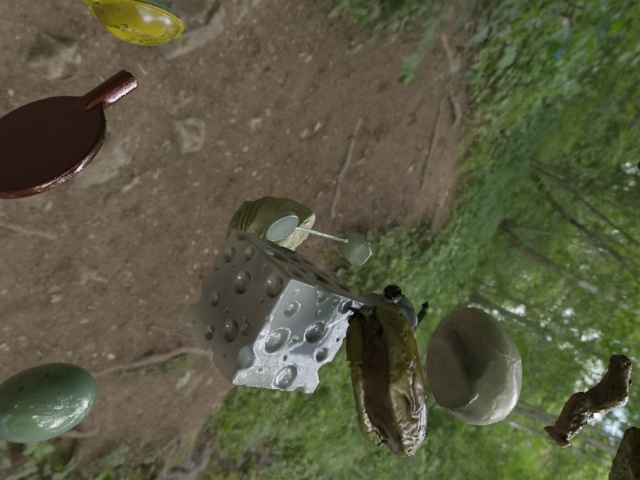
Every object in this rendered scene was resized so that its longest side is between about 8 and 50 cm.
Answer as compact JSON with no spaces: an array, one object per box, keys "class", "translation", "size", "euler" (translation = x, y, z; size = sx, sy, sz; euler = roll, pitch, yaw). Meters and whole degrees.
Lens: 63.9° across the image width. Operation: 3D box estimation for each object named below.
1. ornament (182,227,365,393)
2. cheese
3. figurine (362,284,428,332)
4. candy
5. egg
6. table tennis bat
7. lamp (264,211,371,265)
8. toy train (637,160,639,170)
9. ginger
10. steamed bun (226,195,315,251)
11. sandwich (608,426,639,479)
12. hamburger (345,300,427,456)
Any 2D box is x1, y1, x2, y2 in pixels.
[{"class":"ornament","translation":[-0.102,0.153,1.105],"size":[0.239,0.240,0.240],"euler":[24,99,-44]},{"class":"cheese","translation":[-0.360,-0.418,0.936],"size":[0.270,0.177,0.069],"euler":[1,95,-64]},{"class":"figurine","translation":[0.167,0.184,1.215],"size":[0.126,0.147,0.192],"euler":[-49,149,-48]},{"class":"candy","translation":[0.377,0.296,1.238],"size":[0.295,0.185,0.295],"euler":[-176,-90,-73]},{"class":"egg","translation":[-0.642,0.373,1.186],"size":[0.169,0.236,0.169],"euler":[168,-90,-74]},{"class":"table tennis bat","translation":[-0.574,-0.245,1.126],"size":[0.414,0.268,0.051],"euler":[-49,155,-25]},{"class":"lamp","translation":[0.000,0.000,0.735],"size":[0.050,0.056,0.198],"euler":[-45,150,24]},{"class":"toy train","translation":[0.625,-0.195,0.692],"size":[0.429,0.249,0.178],"euler":[-58,-140,11]},{"class":"ginger","translation":[0.706,0.419,1.330],"size":[0.290,0.084,0.122],"euler":[-48,173,6]},{"class":"steamed bun","translation":[-0.183,-0.012,1.616],"size":[0.276,0.203,0.289],"euler":[-39,168,-42]},{"class":"sandwich","translation":[0.477,0.434,0.749],"size":[0.251,0.087,0.226],"euler":[-23,115,-66]},{"class":"hamburger","translation":[0.129,0.272,0.970],"size":[0.211,0.132,0.309],"euler":[-76,156,-72]}]
